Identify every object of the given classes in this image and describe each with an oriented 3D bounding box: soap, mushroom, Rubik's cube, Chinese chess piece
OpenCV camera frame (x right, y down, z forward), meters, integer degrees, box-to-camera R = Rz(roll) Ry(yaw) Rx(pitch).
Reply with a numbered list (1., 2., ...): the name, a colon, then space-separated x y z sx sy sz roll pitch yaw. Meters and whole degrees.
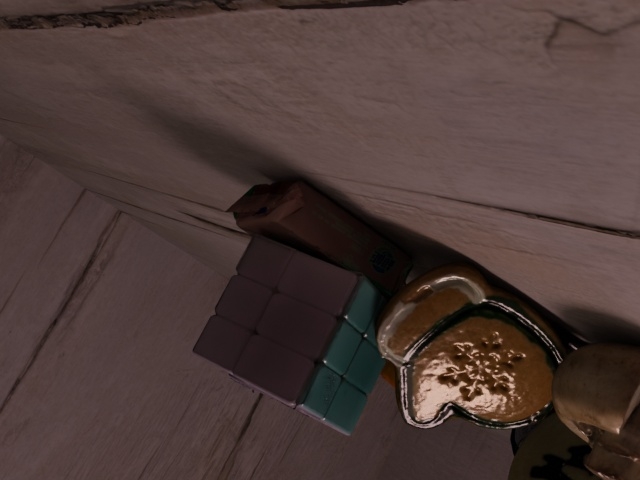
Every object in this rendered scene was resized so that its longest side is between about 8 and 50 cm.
1. soap: 0.001 -0.002 1.450 0.273 0.098 0.218 34 166 -27
2. mushroom: 0.434 0.255 1.277 0.254 0.195 0.189 37 170 -31
3. Rubik's cube: -0.030 0.157 1.404 0.221 0.224 0.231 20 166 30
4. Chinese chess piece: 0.511 0.448 1.581 0.146 0.349 0.349 52 160 -25

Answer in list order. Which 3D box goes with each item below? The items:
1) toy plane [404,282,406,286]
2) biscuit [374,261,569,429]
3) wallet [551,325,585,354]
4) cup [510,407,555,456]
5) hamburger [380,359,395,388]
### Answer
1. toy plane: 0.032 0.083 1.650 0.256 0.242 0.104 -116 12 -55
2. biscuit: 0.228 0.197 1.369 0.344 0.287 0.057 40 -158 -21
3. wallet: 0.354 0.150 1.448 0.285 0.030 0.146 29 167 -8
4. cup: 0.535 0.469 1.885 0.256 0.178 0.255 25 135 -13
5. hamburger: 0.221 0.190 1.535 0.246 0.170 0.246 25 -166 -7
